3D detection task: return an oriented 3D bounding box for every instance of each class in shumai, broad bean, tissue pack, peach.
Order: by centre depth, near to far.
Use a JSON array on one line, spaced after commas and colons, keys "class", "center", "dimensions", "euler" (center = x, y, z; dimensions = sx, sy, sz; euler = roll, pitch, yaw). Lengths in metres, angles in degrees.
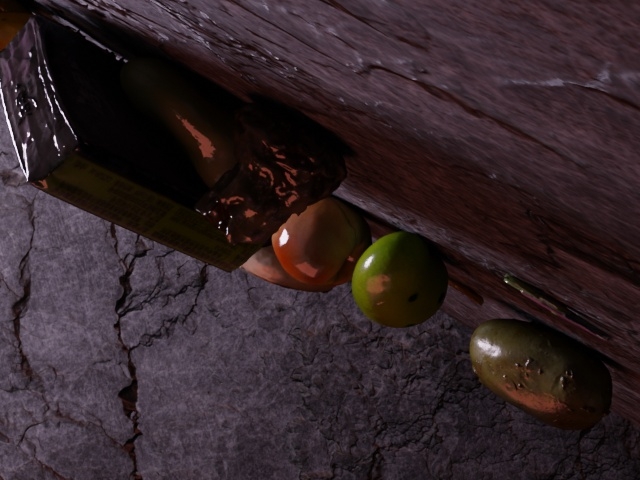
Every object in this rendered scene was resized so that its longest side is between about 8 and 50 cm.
[{"class": "shumai", "center": [-0.067, -0.072, 1.551], "dimensions": [0.166, 0.175, 0.206], "euler": [29, -179, 6]}, {"class": "broad bean", "center": [-0.165, -0.167, 1.707], "dimensions": [0.263, 0.121, 0.189], "euler": [45, 179, -9]}, {"class": "tissue pack", "center": [-0.272, -0.130, 1.779], "dimensions": [0.394, 0.124, 0.288], "euler": [27, -153, -46]}, {"class": "peach", "center": [0.000, 0.000, 2.242], "dimensions": [0.184, 0.184, 0.184], "euler": [30, 177, 2]}]

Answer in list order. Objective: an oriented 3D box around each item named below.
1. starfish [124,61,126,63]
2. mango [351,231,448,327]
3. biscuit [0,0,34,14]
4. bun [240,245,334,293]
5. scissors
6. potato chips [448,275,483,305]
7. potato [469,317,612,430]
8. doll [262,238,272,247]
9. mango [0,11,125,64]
[{"class": "starfish", "center": [-0.274, -0.242, 1.993], "dimensions": [0.133, 0.041, 0.130], "euler": [30, 176, -18]}, {"class": "mango", "center": [0.140, 0.069, 2.169], "dimensions": [0.293, 0.175, 0.143], "euler": [67, 177, -69]}, {"class": "biscuit", "center": [-0.549, -0.402, 1.914], "dimensions": [0.183, 0.047, 0.320], "euler": [23, 173, 40]}, {"class": "bun", "center": [-0.069, -0.024, 2.490], "dimensions": [0.299, 0.164, 0.299], "euler": [22, -166, -6]}, {"class": "scissors", "center": [0.364, 0.104, 1.879], "dimensions": [0.187, 0.020, 0.133], "euler": [31, -179, 11]}, {"class": "potato chips", "center": [0.250, 0.080, 2.526], "dimensions": [0.204, 0.037, 0.026], "euler": [25, -172, -8]}, {"class": "potato", "center": [0.438, 0.262, 2.413], "dimensions": [0.308, 0.173, 0.210], "euler": [26, 178, 15]}, {"class": "doll", "center": [-0.168, -0.068, 2.331], "dimensions": [0.234, 0.135, 0.143], "euler": [-7, 121, 16]}, {"class": "mango", "center": [-0.420, -0.275, 1.892], "dimensions": [0.252, 0.126, 0.154], "euler": [25, 164, -27]}]
